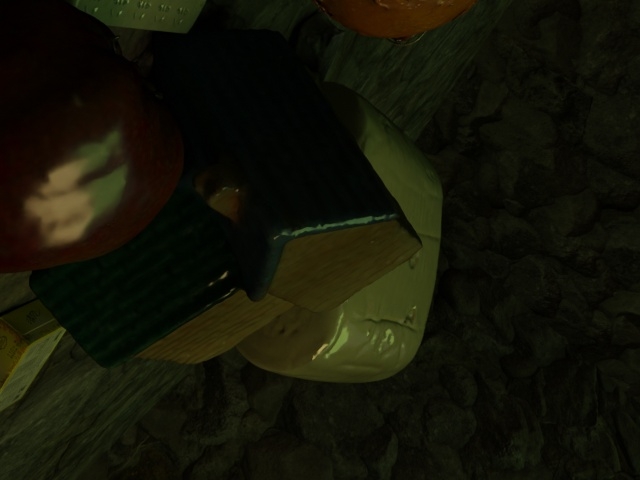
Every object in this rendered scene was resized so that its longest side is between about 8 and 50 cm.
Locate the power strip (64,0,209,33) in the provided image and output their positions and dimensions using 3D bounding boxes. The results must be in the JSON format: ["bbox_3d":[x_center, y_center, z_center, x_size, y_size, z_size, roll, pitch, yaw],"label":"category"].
[{"bbox_3d":[-0.164,-0.232,0.687,0.060,0.027,0.253,-55,171,22],"label":"power strip"}]

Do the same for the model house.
[{"bbox_3d":[-0.137,-0.048,0.879,0.382,0.334,0.343,-36,158,12],"label":"model house"}]

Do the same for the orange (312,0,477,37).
[{"bbox_3d":[0.075,-0.330,0.734,0.246,0.246,0.246,-48,173,-8],"label":"orange"}]

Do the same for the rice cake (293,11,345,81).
[{"bbox_3d":[-0.044,-0.241,1.251,0.070,0.064,0.399,-56,178,-33],"label":"rice cake"}]

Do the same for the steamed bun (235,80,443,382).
[{"bbox_3d":[0.000,0.000,1.211,0.371,0.290,0.455,23,75,-55],"label":"steamed bun"}]

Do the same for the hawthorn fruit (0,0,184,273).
[{"bbox_3d":[-0.236,-0.064,0.543,0.248,0.208,0.208,-34,171,-6],"label":"hawthorn fruit"}]

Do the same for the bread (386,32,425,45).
[{"bbox_3d":[0.182,-0.438,1.239,0.224,0.142,0.212,-49,-170,8],"label":"bread"}]

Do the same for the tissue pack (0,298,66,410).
[{"bbox_3d":[-0.443,0.171,1.035,0.176,0.062,0.095,-52,174,23],"label":"tissue pack"}]
